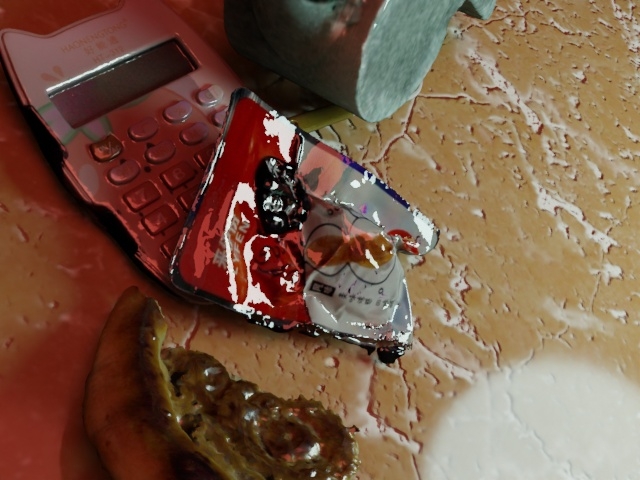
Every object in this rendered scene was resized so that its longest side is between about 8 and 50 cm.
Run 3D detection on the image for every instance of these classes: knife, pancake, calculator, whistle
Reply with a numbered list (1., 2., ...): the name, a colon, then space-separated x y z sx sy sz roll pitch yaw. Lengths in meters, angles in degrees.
1. knife: 0.041 -0.158 0.925 0.256 0.022 0.046 -26 76 -43
2. pancake: -0.087 0.146 0.630 0.257 0.056 0.212 25 28 7
3. calculator: -0.143 -0.086 0.801 0.220 0.048 0.330 -35 85 -37
4. whistle: 0.064 -0.274 0.893 0.168 0.188 0.405 30 46 20

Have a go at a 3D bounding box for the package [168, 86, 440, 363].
1. package: 0.000 0.000 0.790 0.269 0.071 0.194 23 63 -24
